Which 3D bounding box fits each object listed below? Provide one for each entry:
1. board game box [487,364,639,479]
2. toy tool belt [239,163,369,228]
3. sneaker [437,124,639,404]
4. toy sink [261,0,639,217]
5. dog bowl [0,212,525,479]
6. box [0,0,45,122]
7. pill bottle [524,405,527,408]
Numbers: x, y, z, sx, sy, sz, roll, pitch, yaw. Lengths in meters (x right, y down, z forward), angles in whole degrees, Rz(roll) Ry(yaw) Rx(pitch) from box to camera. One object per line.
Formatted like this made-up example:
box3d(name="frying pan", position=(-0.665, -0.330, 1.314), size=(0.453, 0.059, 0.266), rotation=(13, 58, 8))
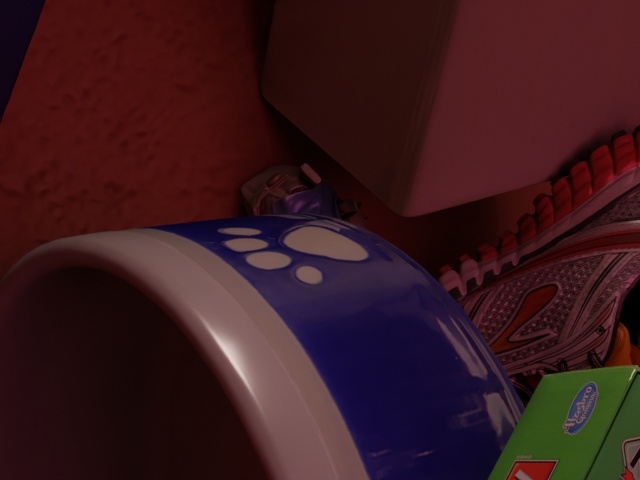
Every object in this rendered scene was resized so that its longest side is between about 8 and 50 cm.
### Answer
box3d(name="board game box", position=(0.136, 0.220, 0.450), size=(0.317, 0.046, 0.213), rotation=(45, 60, -20))
box3d(name="toy tool belt", position=(0.000, 0.000, 0.698), size=(0.052, 0.051, 0.083), rotation=(-40, 110, -29))
box3d(name="sneaker", position=(0.102, 0.045, 0.692), size=(0.225, 0.093, 0.088), rotation=(-41, 153, 11))
box3d(name="toy sink", position=(0.080, -0.152, 0.656), size=(0.152, 0.131, 0.234), rotation=(-16, 133, -34))
box3d(name="dog bowl", position=(-0.033, 0.124, 0.541), size=(0.104, 0.265, 0.265), rotation=(-9, 93, -36))
box3d(name="box", position=(-0.225, -0.132, 0.494), size=(0.261, 0.103, 0.184), rotation=(19, 90, -33))
box3d(name="pill bottle", position=(0.172, 0.073, 0.793), size=(0.152, 0.086, 0.086), rotation=(-45, 112, -28))
